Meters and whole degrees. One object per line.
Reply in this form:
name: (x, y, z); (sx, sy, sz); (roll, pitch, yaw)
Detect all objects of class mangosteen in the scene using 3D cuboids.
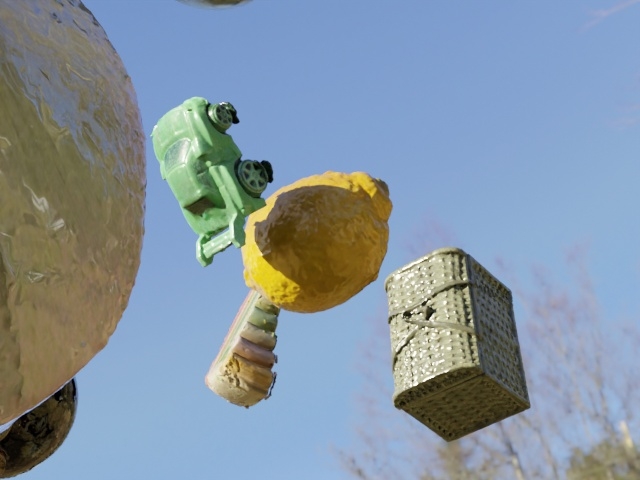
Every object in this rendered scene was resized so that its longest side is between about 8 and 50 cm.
mangosteen: (-0.412, 0.197, 1.372); (0.211, 0.211, 0.250); (-18, 0, 9)

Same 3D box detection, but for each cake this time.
cake: (-0.122, 0.148, 1.819); (0.090, 0.225, 0.109); (16, -31, -19)

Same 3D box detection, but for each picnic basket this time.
picnic basket: (0.167, 0.130, 1.468); (0.134, 0.196, 0.154); (-26, -46, 27)

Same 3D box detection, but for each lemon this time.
lemon: (0.000, 0.000, 1.212); (0.187, 0.142, 0.142); (-38, -29, 6)

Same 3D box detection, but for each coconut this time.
coconut: (-0.236, -0.026, 0.545); (0.297, 0.298, 0.309); (2, -27, -31)

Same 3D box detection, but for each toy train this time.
toy train: (-0.112, -0.061, 1.108); (0.099, 0.149, 0.081); (-27, 6, 41)

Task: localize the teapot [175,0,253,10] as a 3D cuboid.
teapot: (-0.163, -0.334, 1.104); (0.318, 0.149, 0.220); (17, -25, 24)
